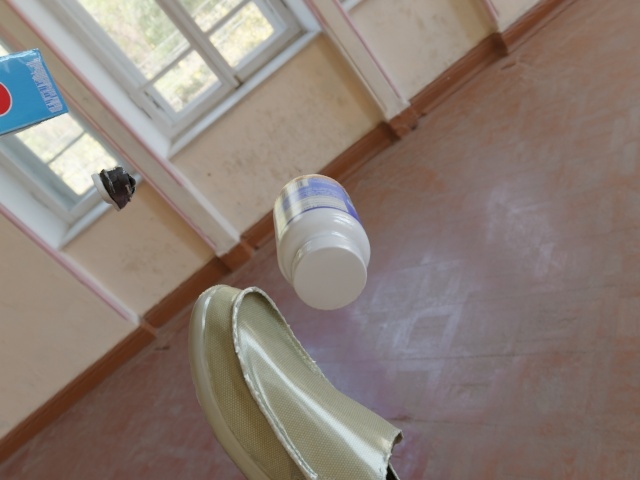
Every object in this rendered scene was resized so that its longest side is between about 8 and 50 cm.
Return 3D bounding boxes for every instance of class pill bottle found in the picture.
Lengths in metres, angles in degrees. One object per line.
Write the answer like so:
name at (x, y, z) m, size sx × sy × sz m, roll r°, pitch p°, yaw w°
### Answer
pill bottle at (0.000, 0.000, 0.960) m, size 0.152 × 0.152 × 0.272 m, roll -35°, pitch 25°, yaw 10°

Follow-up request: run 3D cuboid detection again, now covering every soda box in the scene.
soda box at (-0.338, -0.107, 0.499) m, size 0.071 × 0.067 × 0.210 m, roll -8°, pitch 21°, yaw 37°

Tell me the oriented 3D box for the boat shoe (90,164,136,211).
boat shoe at (-0.238, -0.065, 0.675) m, size 0.038 × 0.046 × 0.125 m, roll -26°, pitch -1°, yaw -10°

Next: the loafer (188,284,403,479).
loafer at (0.006, 0.140, 0.385) m, size 0.092 × 0.268 × 0.102 m, roll -31°, pitch -3°, yaw 18°
